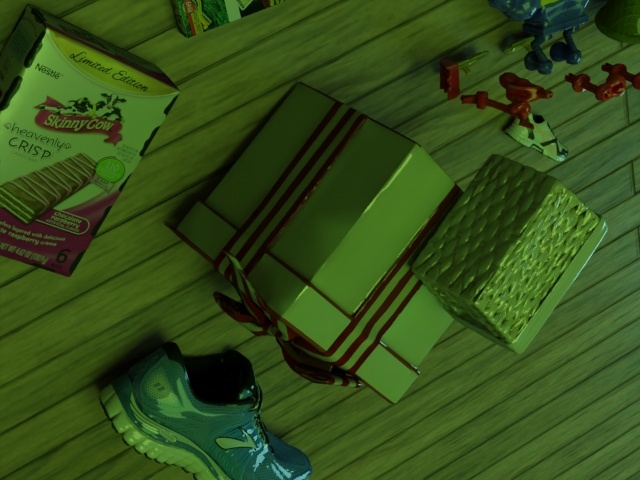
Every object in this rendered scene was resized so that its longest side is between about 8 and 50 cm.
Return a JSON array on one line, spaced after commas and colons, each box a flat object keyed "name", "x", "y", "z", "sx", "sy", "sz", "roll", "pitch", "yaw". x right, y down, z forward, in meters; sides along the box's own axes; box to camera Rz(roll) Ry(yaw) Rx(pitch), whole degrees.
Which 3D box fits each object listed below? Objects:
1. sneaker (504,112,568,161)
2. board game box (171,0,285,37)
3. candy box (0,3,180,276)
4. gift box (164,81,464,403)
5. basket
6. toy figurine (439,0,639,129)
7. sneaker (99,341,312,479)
[{"name": "sneaker", "x": 0.287, "y": -0.135, "z": 1.465, "sx": 0.109, "sy": 0.040, "sz": 0.043, "roll": 20, "pitch": 106, "yaw": -39}, {"name": "board game box", "x": -0.103, "y": -0.335, "z": 1.099, "sx": 0.136, "sy": 0.030, "sz": 0.259, "roll": -24, "pitch": 129, "yaw": -14}, {"name": "candy box", "x": -0.268, "y": -0.093, "z": 1.128, "sx": 0.159, "sy": 0.071, "sz": 0.233, "roll": 22, "pitch": 106, "yaw": -39}, {"name": "gift box", "x": 0.000, "y": 0.000, "z": 1.248, "sx": 0.276, "sy": 0.255, "sz": 0.258, "roll": 39, "pitch": 86, "yaw": -38}, {"name": "basket", "x": 0.189, "y": 0.010, "z": 1.157, "sx": 0.103, "sy": 0.113, "sz": 0.167, "roll": 39, "pitch": 84, "yaw": -42}, {"name": "toy figurine", "x": 0.305, "y": -0.295, "z": 1.279, "sx": 0.363, "sy": 0.191, "sz": 0.217, "roll": -21, "pitch": 124, "yaw": -20}, {"name": "sneaker", "x": -0.109, "y": 0.228, "z": 1.402, "sx": 0.147, "sy": 0.130, "sz": 0.330, "roll": -46, "pitch": 132, "yaw": 6}]
